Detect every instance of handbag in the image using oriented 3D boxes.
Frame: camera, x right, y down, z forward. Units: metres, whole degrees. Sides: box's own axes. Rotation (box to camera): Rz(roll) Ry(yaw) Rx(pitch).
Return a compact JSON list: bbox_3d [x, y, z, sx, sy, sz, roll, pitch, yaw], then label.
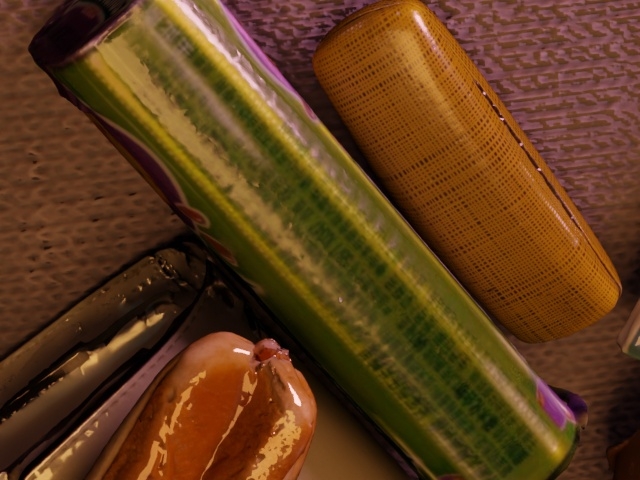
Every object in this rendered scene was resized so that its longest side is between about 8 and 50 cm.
[{"bbox_3d":[-0.047,0.201,0.907,0.237,0.160,0.358,-39,114,6],"label":"handbag"}]

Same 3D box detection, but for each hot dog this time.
[{"bbox_3d":[-0.084,0.157,0.759,0.102,0.076,0.249,26,99,-8],"label":"hot dog"}]

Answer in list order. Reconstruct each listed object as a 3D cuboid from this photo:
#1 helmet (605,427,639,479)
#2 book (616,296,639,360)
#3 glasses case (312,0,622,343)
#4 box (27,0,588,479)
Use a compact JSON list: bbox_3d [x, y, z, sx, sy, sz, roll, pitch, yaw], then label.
[{"bbox_3d":[0.265,0.184,0.884,0.224,0.130,0.198,-17,133,44],"label":"helmet"},{"bbox_3d":[0.393,0.017,0.868,0.379,0.031,0.264,23,104,-8],"label":"book"},{"bbox_3d":[0.082,-0.034,0.840,0.079,0.064,0.234,-24,120,29],"label":"glasses case"},{"bbox_3d":[0.000,0.000,0.806,0.097,0.134,0.345,-44,111,-6],"label":"box"}]
